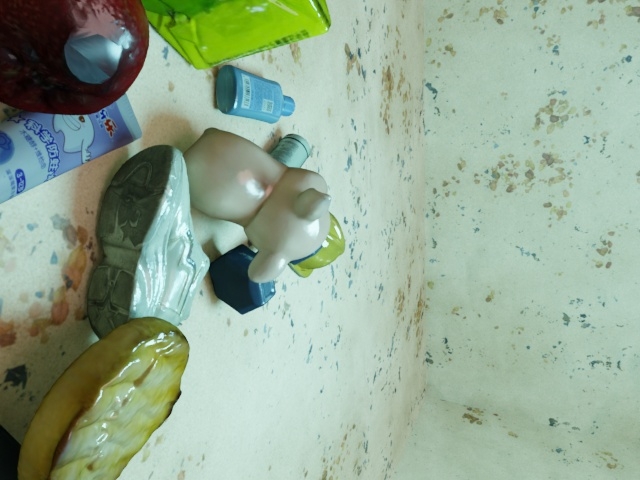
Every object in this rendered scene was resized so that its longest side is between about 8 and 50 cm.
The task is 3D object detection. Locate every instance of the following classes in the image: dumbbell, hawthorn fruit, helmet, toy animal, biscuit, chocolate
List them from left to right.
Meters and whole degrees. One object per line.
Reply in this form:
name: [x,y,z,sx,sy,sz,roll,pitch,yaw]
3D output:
hawthorn fruit: [-0.332,-0.300,0.600,0.210,0.230,0.266,14,68,-72]
biscuit: [-0.316,0.249,0.736,0.296,0.101,0.296,-59,168,-21]
chocolate: [-0.168,-0.450,0.811,0.288,0.300,0.137,38,50,-61]
toy animal: [-0.121,-0.088,0.977,0.326,0.269,0.237,18,122,-45]
dumbbell: [-0.122,0.037,1.173,0.316,0.156,0.144,-44,163,-51]
helmet: [0.000,0.000,1.421,0.205,0.140,0.257,-65,145,-34]

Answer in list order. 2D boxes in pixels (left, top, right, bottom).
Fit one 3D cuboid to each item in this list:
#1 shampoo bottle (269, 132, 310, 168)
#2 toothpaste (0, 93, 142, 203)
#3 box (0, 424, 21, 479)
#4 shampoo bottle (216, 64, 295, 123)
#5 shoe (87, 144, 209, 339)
shampoo bottle: [-0.112,-0.162,1.209,0.262,0.085,0.085,-60,145,-40]
toothpaste: [-0.391,-0.139,0.689,0.371,0.079,0.125,-60,142,-53]
box: [-0.466,0.336,0.645,0.160,0.050,0.230,-56,143,-44]
shampoo bottle: [-0.142,-0.331,1.140,0.258,0.061,0.104,-11,105,-62]
shoe: [-0.279,0.010,0.873,0.210,0.132,0.342,13,89,-66]
